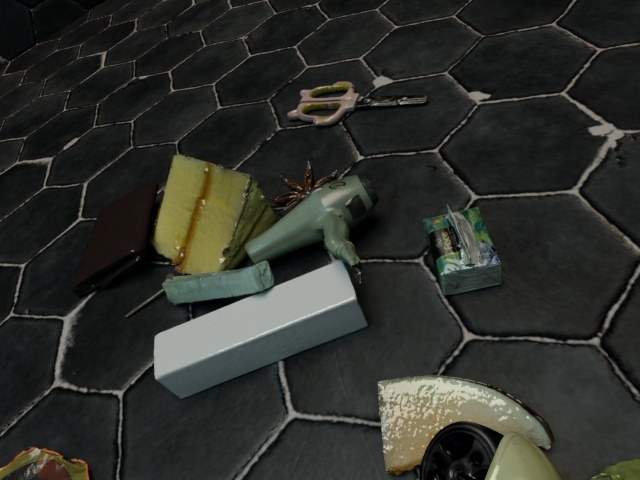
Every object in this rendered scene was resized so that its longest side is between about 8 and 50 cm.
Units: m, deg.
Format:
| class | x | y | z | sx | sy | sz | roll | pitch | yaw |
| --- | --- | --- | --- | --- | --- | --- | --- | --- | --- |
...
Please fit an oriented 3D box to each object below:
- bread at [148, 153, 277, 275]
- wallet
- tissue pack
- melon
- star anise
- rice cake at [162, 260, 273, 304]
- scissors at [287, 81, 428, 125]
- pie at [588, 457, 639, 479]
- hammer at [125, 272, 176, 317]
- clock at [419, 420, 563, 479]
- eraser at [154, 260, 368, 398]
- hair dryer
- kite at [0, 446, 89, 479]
| class | x | y | z | sx | sy | sz | roll | pitch | yaw |
| --- | --- | --- | --- | --- | --- | --- | --- | --- | --- |
| bread | -0.225 | -0.040 | 0.838 | 0.240 | 0.135 | 0.178 | 21 | 61 | 36 |
| wallet | -0.408 | -0.011 | 0.941 | 0.182 | 0.049 | 0.229 | -28 | 43 | 19 |
| tissue pack | 0.199 | 0.007 | 0.661 | 0.085 | 0.079 | 0.111 | -13 | 47 | 10 |
| melon | 0.156 | 0.201 | 0.529 | 0.182 | 0.054 | 0.098 | -15 | 53 | 11 |
| star anise | -0.026 | -0.082 | 0.857 | 0.141 | 0.042 | 0.141 | -7 | 55 | 10 |
| rice cake | -0.169 | 0.070 | 0.732 | 0.245 | 0.045 | 0.042 | -11 | 12 | 39 |
| scissors | 0.080 | -0.307 | 1.026 | 0.318 | 0.024 | 0.160 | 5 | 53 | 26 |
| pie | 0.325 | 0.309 | 0.352 | 0.307 | 0.071 | 0.306 | -11 | 46 | 12 |
| hammer | -0.301 | 0.104 | 0.830 | 0.110 | 0.019 | 0.035 | -37 | 46 | -4 |
| clock | 0.178 | 0.315 | 0.312 | 0.276 | 0.120 | 0.378 | -30 | 41 | 45 |
| eraser | -0.086 | 0.130 | 0.673 | 0.298 | 0.078 | 0.076 | -22 | 46 | 4 |
| hair dryer | -0.029 | 0.006 | 0.697 | 0.229 | 0.092 | 0.267 | -22 | 23 | 23 |
| kite | -0.410 | 0.435 | 0.582 | 0.378 | 0.013 | 0.327 | 0 | 51 | 20 |
